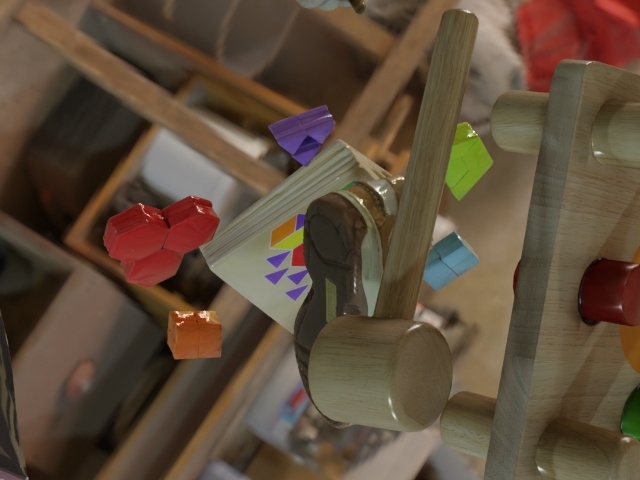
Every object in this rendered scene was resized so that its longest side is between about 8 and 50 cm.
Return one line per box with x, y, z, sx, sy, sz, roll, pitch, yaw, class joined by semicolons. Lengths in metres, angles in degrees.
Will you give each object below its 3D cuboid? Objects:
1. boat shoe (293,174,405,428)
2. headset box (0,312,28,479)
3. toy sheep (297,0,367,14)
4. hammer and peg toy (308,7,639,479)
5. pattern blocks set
0.031;0.040;0.949;0.072;0.068;0.190;-28;145;-29;boat shoe
-0.290;0.077;0.678;0.293;0.110;0.218;-25;149;14;headset box
0.005;-0.212;1.162;0.132;0.091;0.091;20;104;-25;toy sheep
0.166;0.022;0.903;0.361;0.127;0.266;8;92;-49;hammer and peg toy
0.000;0.000;1.165;0.285;0.026;0.325;-29;150;1;pattern blocks set
